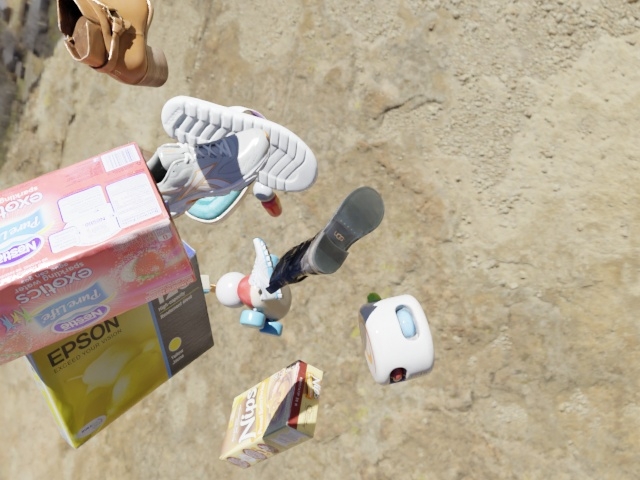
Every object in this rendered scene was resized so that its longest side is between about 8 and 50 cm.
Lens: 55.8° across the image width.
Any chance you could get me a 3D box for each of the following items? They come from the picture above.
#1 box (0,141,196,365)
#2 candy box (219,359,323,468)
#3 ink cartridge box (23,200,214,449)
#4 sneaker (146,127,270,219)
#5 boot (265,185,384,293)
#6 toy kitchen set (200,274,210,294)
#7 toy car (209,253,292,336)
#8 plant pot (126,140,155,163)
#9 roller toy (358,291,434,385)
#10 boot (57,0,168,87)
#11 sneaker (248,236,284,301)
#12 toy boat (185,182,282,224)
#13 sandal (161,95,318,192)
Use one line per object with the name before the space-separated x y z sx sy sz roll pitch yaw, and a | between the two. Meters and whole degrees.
box | -0.330 0.022 0.757 0.154 0.300 0.142 57 165 35
candy box | -0.129 0.454 1.563 0.316 0.088 0.182 -38 29 39
ink cartridge box | -0.323 0.135 0.988 0.072 0.304 0.307 27 136 34
sneaker | -0.213 -0.130 1.041 0.262 0.121 0.099 -29 53 4
boot | 0.000 0.000 1.292 0.091 0.263 0.229 49 150 -11
toy kitchen set | -0.369 0.183 1.462 0.207 0.122 0.166 -21 71 44
toy car | -0.229 0.163 1.872 0.238 0.210 0.219 3 71 28
plant pot | -0.518 -0.199 1.834 0.167 0.165 0.166 -168 90 -67
roller toy | 0.177 0.227 1.380 0.191 0.146 0.209 -123 21 -76
boot | -0.283 -0.296 0.786 0.073 0.152 0.197 -31 80 22
sneaker | -0.166 0.086 1.681 0.083 0.071 0.190 -16 99 1
toy boat | -0.262 -0.161 1.847 0.318 0.148 0.267 17 66 24
sandal | -0.187 -0.263 1.522 0.169 0.416 0.102 -58 11 36
